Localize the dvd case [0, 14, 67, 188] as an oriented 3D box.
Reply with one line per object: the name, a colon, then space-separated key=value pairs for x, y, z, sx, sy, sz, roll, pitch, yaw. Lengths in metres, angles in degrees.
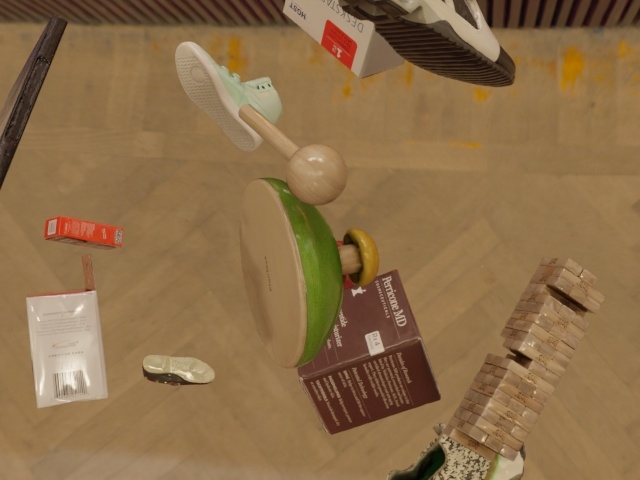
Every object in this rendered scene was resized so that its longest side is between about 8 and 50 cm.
dvd case: x=-0.358 y=-0.115 z=1.027 sx=0.022 sy=0.180 sz=0.253 roll=26 pitch=54 yaw=-23

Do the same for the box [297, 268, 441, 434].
box: x=0.070 y=0.186 z=1.505 sx=0.203 sy=0.167 sz=0.168 roll=-20 pitch=41 yaw=4

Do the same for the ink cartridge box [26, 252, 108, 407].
ink cartridge box: x=-0.505 y=0.166 z=1.773 sx=0.130 sy=0.309 sz=0.271 roll=-5 pitch=89 yaw=-18

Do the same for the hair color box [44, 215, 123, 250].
hair color box: x=-0.483 y=-0.014 z=1.852 sx=0.072 sy=0.141 sz=0.043 roll=-10 pitch=74 yaw=48

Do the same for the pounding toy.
pounding toy: x=0.000 y=0.000 z=0.863 sx=0.110 sy=0.183 sz=0.237 roll=-9 pitch=118 yaw=-21

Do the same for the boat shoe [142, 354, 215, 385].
boat shoe: x=-0.260 y=0.242 z=1.662 sx=0.133 sy=0.042 sz=0.049 roll=10 pitch=49 yaw=-6

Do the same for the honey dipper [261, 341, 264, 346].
honey dipper: x=-0.068 y=0.189 z=1.758 sx=0.161 sy=0.030 sz=0.030 roll=-27 pitch=82 yaw=52

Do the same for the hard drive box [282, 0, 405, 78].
hard drive box: x=0.056 y=-0.371 z=1.231 sx=0.181 sy=0.089 sz=0.232 roll=45 pitch=141 yaw=27

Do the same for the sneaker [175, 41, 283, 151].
sneaker: x=-0.183 y=-0.319 z=1.862 sx=0.094 sy=0.151 sz=0.256 roll=-21 pitch=113 yaw=44

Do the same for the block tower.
block tower: x=0.329 y=0.191 z=1.446 sx=0.091 sy=0.097 sz=0.335 roll=33 pitch=83 yaw=-12

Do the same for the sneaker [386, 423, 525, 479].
sneaker: x=0.175 y=0.451 z=1.593 sx=0.182 sy=0.158 sz=0.410 roll=21 pitch=115 yaw=-20

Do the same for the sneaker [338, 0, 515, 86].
sneaker: x=0.109 y=-0.274 z=0.932 sx=0.122 sy=0.330 sz=0.146 roll=13 pitch=79 yaw=50
